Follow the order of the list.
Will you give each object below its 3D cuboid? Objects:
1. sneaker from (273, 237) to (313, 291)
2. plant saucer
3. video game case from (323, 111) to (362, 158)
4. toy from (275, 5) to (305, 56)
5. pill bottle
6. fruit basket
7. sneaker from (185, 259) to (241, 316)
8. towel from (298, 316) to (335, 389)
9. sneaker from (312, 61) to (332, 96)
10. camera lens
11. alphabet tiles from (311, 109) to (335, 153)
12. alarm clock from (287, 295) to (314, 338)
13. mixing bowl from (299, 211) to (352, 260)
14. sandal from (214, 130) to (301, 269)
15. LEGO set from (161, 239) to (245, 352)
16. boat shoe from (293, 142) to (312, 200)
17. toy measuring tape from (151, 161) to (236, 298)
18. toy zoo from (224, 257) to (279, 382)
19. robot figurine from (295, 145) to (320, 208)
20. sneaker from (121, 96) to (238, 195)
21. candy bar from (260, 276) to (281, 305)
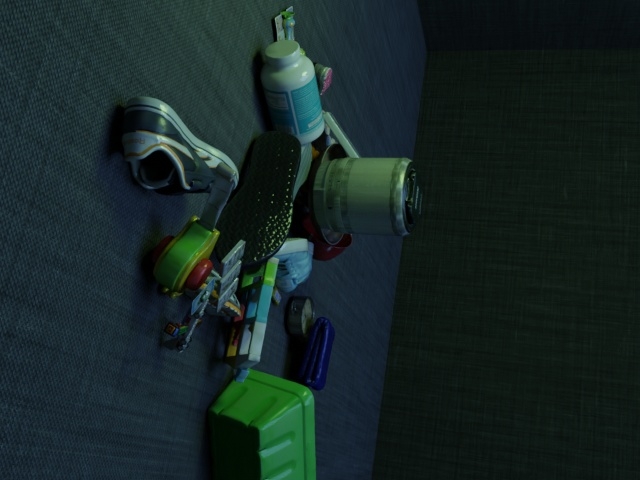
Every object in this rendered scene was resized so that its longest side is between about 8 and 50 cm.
[{"bbox_3d":[-0.091,0.070,1.941,0.366,0.135,0.150,13,76,-73],"label":"sneaker"},{"bbox_3d":[0.026,-0.142,2.115,0.310,0.050,0.311,2,90,-71],"label":"plant saucer"},{"bbox_3d":[0.075,-0.325,2.235,0.204,0.025,0.285,55,8,-7],"label":"video game case"},{"bbox_3d":[-0.078,-0.535,1.985,0.137,0.056,0.237,-59,149,-53],"label":"toy"},{"bbox_3d":[-0.078,-0.398,1.861,0.264,0.146,0.146,78,23,-44],"label":"pill bottle"},{"bbox_3d":[-0.115,0.504,1.799,0.392,0.283,0.392,-20,114,-52],"label":"fruit basket"},{"bbox_3d":[-0.233,0.117,1.583,0.215,0.084,0.083,61,32,-59],"label":"sneaker"},{"bbox_3d":[-0.012,0.377,2.295,0.308,0.076,0.228,75,25,-75],"label":"towel"},{"bbox_3d":[-0.010,-0.515,2.204,0.063,0.075,0.170,-54,176,-13],"label":"sneaker"},{"bbox_3d":[0.141,-0.125,1.965,0.219,0.274,0.219,3,90,-69],"label":"camera lens"},{"bbox_3d":[0.001,-0.304,2.357,0.284,0.021,0.278,20,75,-72],"label":"alphabet tiles"},{"bbox_3d":[-0.068,0.231,2.172,0.192,0.064,0.129,64,34,-64],"label":"alarm clock"},{"bbox_3d":[0.000,0.000,2.221,0.098,0.181,0.181,-60,177,29],"label":"mixing bowl"},{"bbox_3d":[-0.139,-0.088,1.730,0.107,0.167,0.446,101,5,-52],"label":"sandal"},{"bbox_3d":[-0.245,0.122,1.406,0.244,0.060,0.182,-53,167,-39],"label":"LEGO set"},{"bbox_3d":[-0.102,-0.181,1.908,0.109,0.094,0.302,83,22,-43],"label":"boat shoe"},{"bbox_3d":[-0.248,0.002,1.325,0.330,0.121,0.121,-60,-179,37],"label":"toy measuring tape"},{"bbox_3d":[-0.173,0.196,1.680,0.192,0.030,0.293,-23,-127,63],"label":"toy zoo"},{"bbox_3d":[-0.030,-0.187,2.153,0.291,0.085,0.211,49,48,-62],"label":"robot figurine"},{"bbox_3d":[-0.272,-0.137,1.329,0.321,0.126,0.127,40,50,-56],"label":"sneaker"},{"bbox_3d":[-0.142,0.140,1.991,0.161,0.018,0.040,67,32,-57],"label":"candy bar"}]
